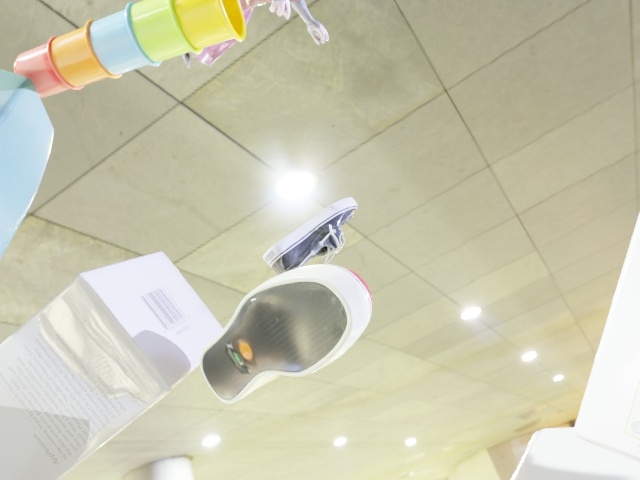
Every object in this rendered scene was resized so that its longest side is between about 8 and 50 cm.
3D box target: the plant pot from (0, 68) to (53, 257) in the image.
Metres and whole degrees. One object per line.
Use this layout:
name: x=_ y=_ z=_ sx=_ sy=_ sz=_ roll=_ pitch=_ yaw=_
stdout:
plant pot: x=-0.463 y=-0.107 z=0.726 sx=0.165 sy=0.234 sz=0.166 roll=17 pitch=148 yaw=4

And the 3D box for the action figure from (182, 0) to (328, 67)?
action figure: x=-0.121 y=-0.475 z=1.014 sx=0.370 sy=0.276 sz=0.248 roll=-28 pitch=179 yaw=1

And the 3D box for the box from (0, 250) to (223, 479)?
box: x=-0.325 y=0.193 z=0.747 sx=0.345 sy=0.168 sz=0.215 roll=-39 pitch=179 yaw=11

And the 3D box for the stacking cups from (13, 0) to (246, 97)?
stacking cups: x=-0.263 y=-0.274 z=0.760 sx=0.316 sy=0.096 sz=0.096 roll=-11 pitch=154 yaw=13

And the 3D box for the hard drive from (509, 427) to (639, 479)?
hard drive: x=0.213 y=0.227 z=0.402 sx=0.203 sy=0.040 sz=0.307 roll=-18 pitch=-176 yaw=38

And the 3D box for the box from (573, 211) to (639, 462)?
box: x=0.248 y=0.044 z=0.347 sx=0.103 sy=0.203 sz=0.114 roll=15 pitch=171 yaw=39

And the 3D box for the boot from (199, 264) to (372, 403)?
boot: x=0.000 y=0.069 z=0.567 sx=0.176 sy=0.088 sz=0.244 roll=-25 pitch=171 yaw=-42

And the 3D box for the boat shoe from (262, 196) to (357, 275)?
boat shoe: x=0.001 y=-0.002 z=1.397 sx=0.306 sy=0.105 sz=0.113 roll=-35 pitch=171 yaw=-40
